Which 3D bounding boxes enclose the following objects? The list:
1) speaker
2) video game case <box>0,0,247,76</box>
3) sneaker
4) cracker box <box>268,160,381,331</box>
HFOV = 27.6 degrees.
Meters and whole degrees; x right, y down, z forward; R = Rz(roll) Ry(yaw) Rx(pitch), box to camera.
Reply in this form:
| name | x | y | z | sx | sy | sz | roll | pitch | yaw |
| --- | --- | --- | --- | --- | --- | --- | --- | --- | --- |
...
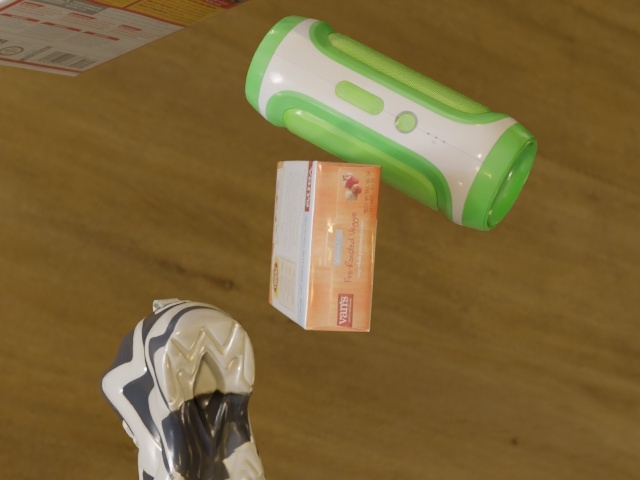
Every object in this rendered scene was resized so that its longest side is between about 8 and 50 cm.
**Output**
| name | x | y | z | sx | sy | sz | roll | pitch | yaw |
| --- | --- | --- | --- | --- | --- | --- | --- | --- | --- |
| speaker | 0.072 | -0.125 | 1.359 | 0.296 | 0.131 | 0.131 | 30 | 54 | 18 |
| video game case | -0.124 | -0.185 | 0.929 | 0.204 | 0.285 | 0.025 | -2 | 75 | -66 |
| sneaker | -0.108 | 0.151 | 0.989 | 0.094 | 0.153 | 0.235 | -10 | 106 | -19 |
| cracker box | 0.000 | 0.000 | 1.288 | 0.067 | 0.232 | 0.155 | 4 | 93 | -10 |
